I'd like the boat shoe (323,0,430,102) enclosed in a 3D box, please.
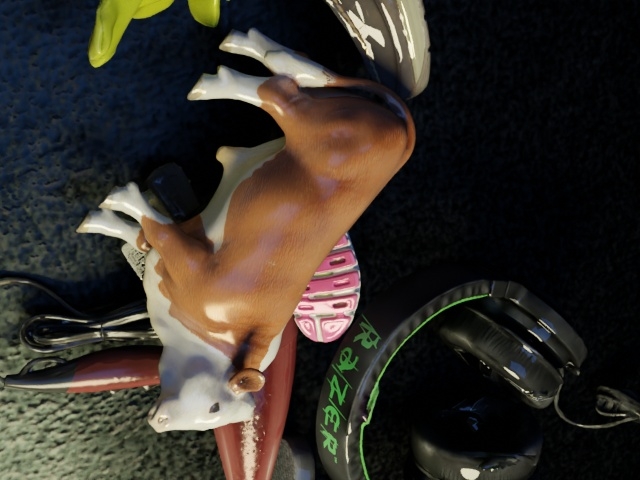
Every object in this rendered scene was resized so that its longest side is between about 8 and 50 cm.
[{"bbox_3d":[-0.024,-0.259,0.775,0.130,0.132,0.355,-23,111,7],"label":"boat shoe"}]

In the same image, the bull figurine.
[{"bbox_3d":[-0.063,-0.009,0.777,0.188,0.101,0.310,38,86,-14],"label":"bull figurine"}]

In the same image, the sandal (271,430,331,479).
[{"bbox_3d":[-0.009,0.277,0.966,0.054,0.097,0.254,-15,123,-16],"label":"sandal"}]

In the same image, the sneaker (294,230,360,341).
[{"bbox_3d":[0.000,0.000,0.877,0.063,0.075,0.170,-8,99,4],"label":"sneaker"}]

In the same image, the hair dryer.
[{"bbox_3d":[-0.126,0.101,0.871,0.224,0.080,0.293,-39,103,-4],"label":"hair dryer"}]

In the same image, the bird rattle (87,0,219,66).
[{"bbox_3d":[-0.154,-0.247,0.672,0.143,0.207,0.253,-41,138,-50],"label":"bird rattle"}]

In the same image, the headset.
[{"bbox_3d":[0.181,0.157,0.948,0.394,0.185,0.243,8,105,-40],"label":"headset"}]
